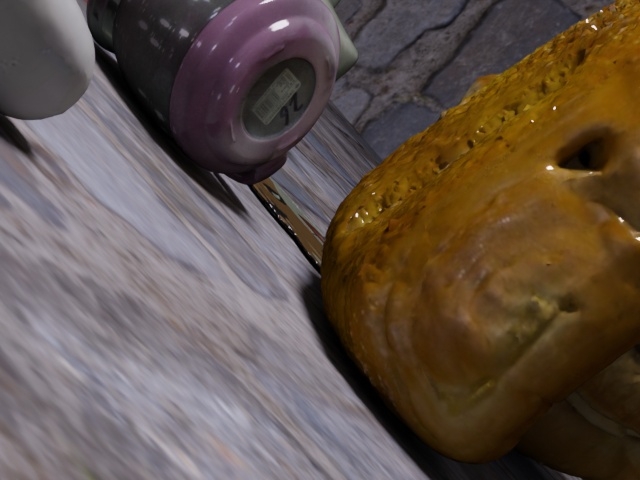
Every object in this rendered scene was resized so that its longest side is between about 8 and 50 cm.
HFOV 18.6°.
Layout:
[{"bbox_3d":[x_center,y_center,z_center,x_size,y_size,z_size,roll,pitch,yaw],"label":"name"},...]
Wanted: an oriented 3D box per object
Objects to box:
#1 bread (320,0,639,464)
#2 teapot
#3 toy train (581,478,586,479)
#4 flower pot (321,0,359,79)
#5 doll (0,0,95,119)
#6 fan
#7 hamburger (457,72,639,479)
[{"bbox_3d":[0.148,-0.040,1.112,0.148,0.328,0.337,50,7,-6],"label":"bread"},{"bbox_3d":[-0.061,-0.112,1.141,0.146,0.116,0.148,39,3,33],"label":"teapot"},{"bbox_3d":[0.145,0.113,1.519,0.234,0.051,0.052,53,7,18],"label":"toy train"},{"bbox_3d":[-0.117,-0.293,1.759,0.367,0.164,0.254,46,11,-19],"label":"flower pot"},{"bbox_3d":[-0.157,-0.157,0.635,0.242,0.159,0.311,32,-35,59],"label":"doll"},{"bbox_3d":[0.000,0.000,1.378,0.152,0.008,0.227,49,6,22],"label":"fan"},{"bbox_3d":[0.192,0.034,1.439,0.284,0.174,0.304,32,32,-20],"label":"hamburger"}]
